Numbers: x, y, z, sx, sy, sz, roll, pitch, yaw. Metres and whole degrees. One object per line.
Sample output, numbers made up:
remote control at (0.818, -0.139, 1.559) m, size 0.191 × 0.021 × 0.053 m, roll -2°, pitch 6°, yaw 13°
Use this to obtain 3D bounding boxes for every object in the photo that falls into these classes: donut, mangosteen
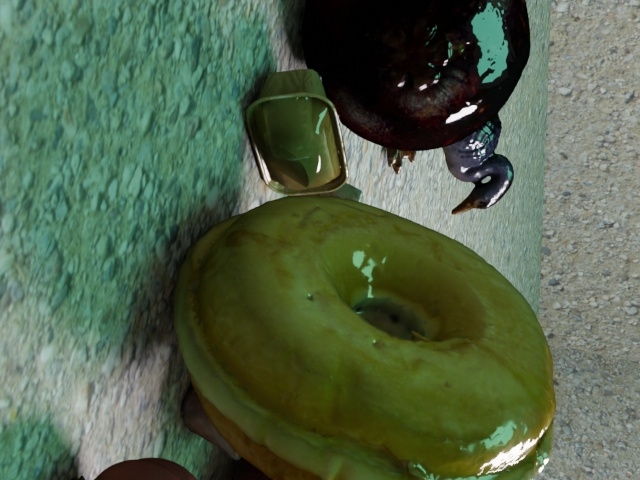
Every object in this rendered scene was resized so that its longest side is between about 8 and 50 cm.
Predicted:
donut at (0.053, 0.116, 1.342) m, size 0.198 × 0.449 × 0.449 m, roll -64°, pitch 174°, yaw 34°
mangosteen at (0.124, -0.262, 1.571) m, size 0.293 × 0.297 × 0.297 m, roll -21°, pitch 119°, yaw -67°

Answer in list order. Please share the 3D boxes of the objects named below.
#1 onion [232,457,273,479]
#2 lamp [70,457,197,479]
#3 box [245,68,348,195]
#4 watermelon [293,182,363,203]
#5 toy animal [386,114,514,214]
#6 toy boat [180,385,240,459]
onion at (0.006, 0.412, 1.587) m, size 0.385 × 0.348 × 0.348 m, roll -50°, pitch 165°, yaw 9°
lamp at (-0.186, 0.282, 1.157) m, size 0.182 × 0.140 × 0.182 m, roll -47°, pitch 155°, yaw -31°
box at (-0.025, -0.123, 1.479) m, size 0.177 × 0.111 × 0.111 m, roll 75°, pitch 30°, yaw -53°
watermelon at (0.001, -0.022, 1.631) m, size 0.121 × 0.098 × 0.158 m, roll 81°, pitch 29°, yaw -45°
toy animal at (0.202, -0.187, 2.021) m, size 0.122 × 0.186 × 0.298 m, roll -27°, pitch 106°, yaw -63°
toy boat at (0.000, 0.216, 1.436) m, size 0.206 × 0.282 × 0.096 m, roll -22°, pitch 126°, yaw -67°
